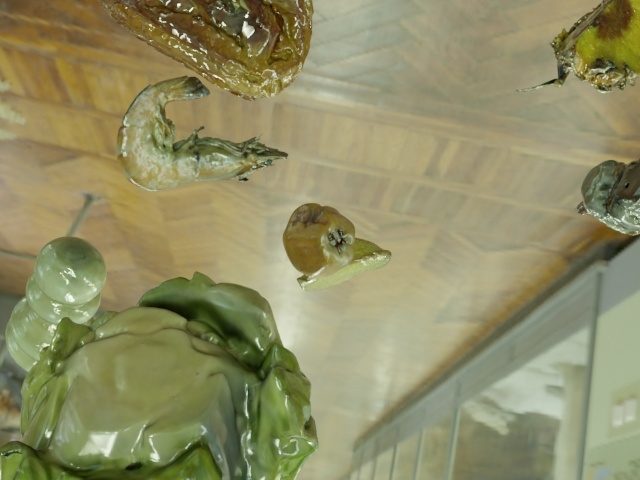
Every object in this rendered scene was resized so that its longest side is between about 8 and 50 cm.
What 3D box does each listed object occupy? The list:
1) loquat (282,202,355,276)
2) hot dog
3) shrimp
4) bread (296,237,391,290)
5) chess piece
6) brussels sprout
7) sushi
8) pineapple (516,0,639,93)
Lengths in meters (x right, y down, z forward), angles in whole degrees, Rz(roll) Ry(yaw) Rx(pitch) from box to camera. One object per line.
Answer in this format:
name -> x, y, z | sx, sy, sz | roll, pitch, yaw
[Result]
loquat -> 0.000, 0.000, 1.562 | 0.113, 0.137, 0.137 | 3, 170, -39
hot dog -> -0.109, -0.236, 0.891 | 0.226, 0.161, 0.099 | 25, 167, -11
shrimp -> -0.167, -0.161, 1.355 | 0.296, 0.169, 0.058 | -10, -150, -38
bread -> 0.041, 0.043, 1.739 | 0.187, 0.065, 0.149 | -14, 160, -22
chess piece -> -0.506, 0.115, 1.790 | 0.182, 0.182, 0.330 | 16, 138, -15
brussels sprout -> -0.217, 0.287, 1.234 | 0.425, 0.342, 0.361 | -26, 145, -23
sushi -> 0.560, -0.080, 1.615 | 0.130, 0.124, 0.332 | 33, 177, -4
pineapple -> 0.516, -0.343, 1.675 | 0.161, 0.334, 0.158 | 48, 141, -14
